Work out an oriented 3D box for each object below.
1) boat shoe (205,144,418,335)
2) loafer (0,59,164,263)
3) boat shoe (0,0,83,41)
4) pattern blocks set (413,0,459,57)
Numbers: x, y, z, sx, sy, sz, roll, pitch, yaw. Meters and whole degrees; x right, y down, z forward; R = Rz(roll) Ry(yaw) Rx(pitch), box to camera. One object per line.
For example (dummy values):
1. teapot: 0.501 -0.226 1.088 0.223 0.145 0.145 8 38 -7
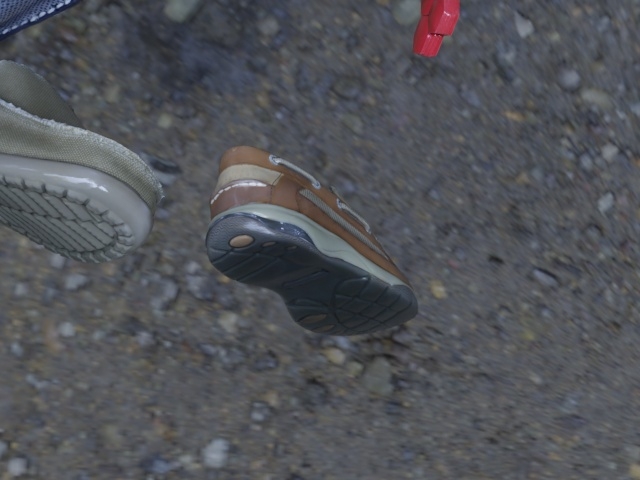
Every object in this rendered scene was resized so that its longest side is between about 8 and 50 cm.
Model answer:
1. boat shoe: 0.000 0.000 1.586 0.122 0.324 0.120 -16 63 21
2. loafer: -0.099 -0.032 0.533 0.148 0.056 0.050 14 67 47
3. boat shoe: -0.265 -0.112 1.015 0.340 0.127 0.158 -12 61 33
4. pattern blocks set: 0.159 -0.360 1.558 0.026 0.325 0.285 11 56 -16
